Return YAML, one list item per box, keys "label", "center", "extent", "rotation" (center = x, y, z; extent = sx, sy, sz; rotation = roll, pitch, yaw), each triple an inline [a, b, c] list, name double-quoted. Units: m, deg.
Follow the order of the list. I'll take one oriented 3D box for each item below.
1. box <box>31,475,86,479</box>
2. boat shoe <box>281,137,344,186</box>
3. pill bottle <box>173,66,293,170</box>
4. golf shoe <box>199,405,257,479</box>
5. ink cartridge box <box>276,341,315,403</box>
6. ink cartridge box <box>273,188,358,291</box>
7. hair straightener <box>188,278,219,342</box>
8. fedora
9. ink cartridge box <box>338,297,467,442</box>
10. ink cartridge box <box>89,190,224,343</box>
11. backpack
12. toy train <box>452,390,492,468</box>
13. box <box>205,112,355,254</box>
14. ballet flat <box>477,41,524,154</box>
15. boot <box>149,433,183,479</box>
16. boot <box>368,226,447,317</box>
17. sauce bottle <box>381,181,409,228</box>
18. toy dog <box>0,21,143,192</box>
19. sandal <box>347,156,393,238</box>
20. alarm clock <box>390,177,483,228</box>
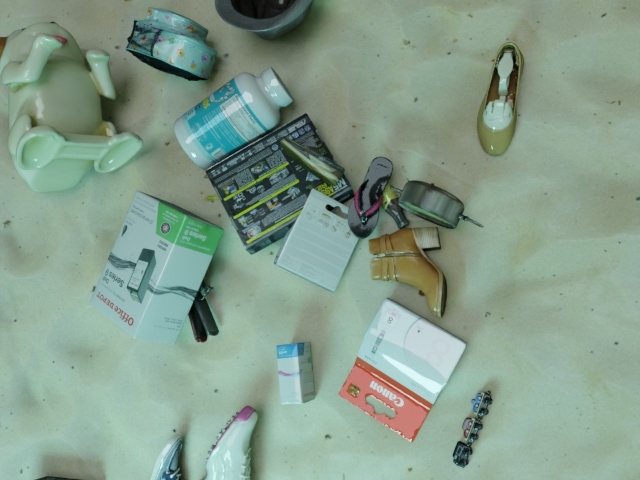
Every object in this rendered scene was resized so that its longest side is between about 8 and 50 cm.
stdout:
- label: "box"
  center: [-0.603, 0.641, 1.331]
  extent: [0.180, 0.077, 0.148]
  rotation: [-2, 80, 18]
- label: "boat shoe"
  center: [-0.016, -0.175, 1.222]
  extent: [0.152, 0.056, 0.049]
  rotation: [38, 78, 6]
- label: "pill bottle"
  center: [-0.195, -0.286, 1.317]
  extent: [0.264, 0.146, 0.146]
  rotation: [-33, 73, 10]
- label: "golf shoe"
  center: [-0.187, 0.503, 1.214]
  extent: [0.140, 0.115, 0.306]
  rotation: [27, 96, 10]
- label: "ink cartridge box"
  center: [-0.052, 0.280, 1.205]
  extent: [0.052, 0.088, 0.123]
  rotation: [-10, 78, 16]
- label: "ink cartridge box"
  center: [0.000, 0.000, 1.227]
  extent: [0.145, 0.045, 0.179]
  rotation: [27, 81, -14]
- label: "hair straightener"
  center: [-0.277, 0.115, 1.330]
  extent: [0.089, 0.047, 0.231]
  rotation: [-28, 67, 26]
- label: "fedora"
  center: [-0.108, -0.576, 1.346]
  extent: [0.243, 0.124, 0.276]
  rotation: [18, 78, 18]
- label: "ink cartridge box"
  center: [0.161, 0.262, 1.159]
  extent: [0.189, 0.066, 0.232]
  rotation: [29, 86, 20]
- label: "ink cartridge box"
  center: [-0.376, 0.061, 1.300]
  extent: [0.211, 0.121, 0.289]
  rotation: [23, 90, 38]
- label: "backpack"
  center: [-0.346, -0.470, 1.385]
  extent: [0.188, 0.166, 0.145]
  rotation: [32, 101, 17]
- label: "toy train"
  center: [0.295, 0.365, 1.113]
  extent: [0.036, 0.027, 0.158]
  rotation: [21, 89, 31]
- label: "box"
  center: [-0.092, -0.127, 1.277]
  extent: [0.270, 0.060, 0.216]
  rotation: [-30, 73, 0]
- label: "ballet flat"
  center: [0.368, -0.295, 1.173]
  extent: [0.080, 0.073, 0.233]
  rotation: [7, 84, 19]
- label: "boot"
  center: [-0.330, 0.533, 1.273]
  extent: [0.086, 0.069, 0.190]
  rotation: [25, 97, 13]
- label: "boot"
  center: [0.178, 0.071, 1.177]
  extent: [0.152, 0.073, 0.197]
  rotation: [-10, 66, 15]
- label: "sauce bottle"
  center: [0.149, -0.085, 1.225]
  extent: [0.042, 0.042, 0.128]
  rotation: [-32, 71, 11]
- label: "toy dog"
  center: [-0.669, -0.356, 1.446]
  extent: [0.395, 0.284, 0.408]
  rotation: [-35, 70, 48]
- label: "sandal"
  center: [0.102, -0.092, 1.197]
  extent: [0.067, 0.040, 0.179]
  rotation: [19, 92, 10]
- label: "alarm clock"
  center: [0.240, -0.067, 1.144]
  extent: [0.192, 0.129, 0.064]
  rotation: [29, 90, 28]
